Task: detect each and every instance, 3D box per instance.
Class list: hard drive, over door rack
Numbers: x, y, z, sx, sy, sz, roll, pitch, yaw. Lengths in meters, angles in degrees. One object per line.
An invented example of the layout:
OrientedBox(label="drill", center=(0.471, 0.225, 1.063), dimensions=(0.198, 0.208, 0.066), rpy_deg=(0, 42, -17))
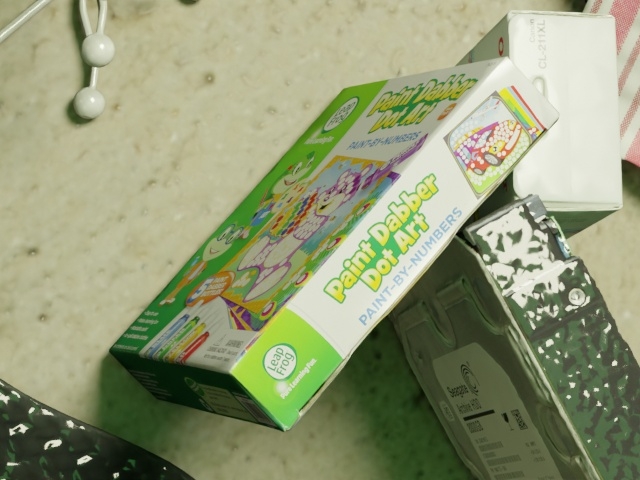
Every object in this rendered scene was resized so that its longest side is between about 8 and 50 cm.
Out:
OrientedBox(label="hard drive", center=(0.159, 0.148, 1.214), dimensions=(0.064, 0.237, 0.339), rpy_deg=(-27, 87, -15))
OrientedBox(label="over door rack", center=(-0.196, -0.131, 1.194), dimensions=(0.324, 0.239, 0.108), rpy_deg=(-30, 82, -15))

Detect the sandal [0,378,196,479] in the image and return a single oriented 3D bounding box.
OrientedBox(label="sandal", center=(-0.263, 0.121, 1.216), dimensions=(0.446, 0.107, 0.167), rpy_deg=(37, 74, -16))

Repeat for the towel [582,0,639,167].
OrientedBox(label="towel", center=(0.254, -0.099, 1.310), dimensions=(0.197, 0.029, 0.144), rpy_deg=(29, 120, 15))

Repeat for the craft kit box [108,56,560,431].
OrientedBox(label="craft kit box", center=(0.000, 0.000, 1.200), dimensions=(0.246, 0.250, 0.061), rpy_deg=(-46, 105, -16))

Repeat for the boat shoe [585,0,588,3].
OrientedBox(label="boat shoe", center=(0.207, -0.242, 1.368), dimensions=(0.109, 0.089, 0.258), rpy_deg=(-30, 87, -15))

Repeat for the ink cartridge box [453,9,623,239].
OrientedBox(label="ink cartridge box", center=(0.134, -0.064, 1.278), dimensions=(0.072, 0.175, 0.127), rpy_deg=(1, 80, -11))
